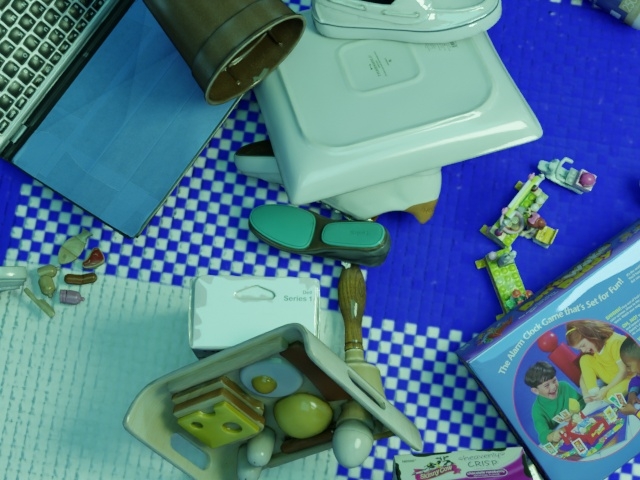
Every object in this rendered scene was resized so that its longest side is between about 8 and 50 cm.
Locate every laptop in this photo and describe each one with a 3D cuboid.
[{"bbox_3d":[-0.328,-0.284,1.570,0.408,0.236,0.382,41,78,-30],"label":"laptop"}]

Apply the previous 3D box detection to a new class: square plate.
[{"bbox_3d":[0.080,-0.228,1.592,0.344,0.049,0.347,-16,53,-4],"label":"square plate"}]

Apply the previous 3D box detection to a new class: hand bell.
[{"bbox_3d":[0.046,0.136,1.568,0.126,0.126,0.242,0,66,0],"label":"hand bell"}]

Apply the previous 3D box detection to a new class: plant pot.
[{"bbox_3d":[-0.132,-0.291,1.516,0.167,0.167,0.165,-38,81,-8],"label":"plant pot"}]

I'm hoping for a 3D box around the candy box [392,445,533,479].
[{"bbox_3d":[0.166,0.357,1.421,0.159,0.233,0.071,-3,36,-5],"label":"candy box"}]

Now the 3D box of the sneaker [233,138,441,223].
[{"bbox_3d":[0.019,-0.071,1.602,0.290,0.106,0.123,6,114,17],"label":"sneaker"}]

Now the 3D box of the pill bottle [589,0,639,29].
[{"bbox_3d":[0.384,-0.425,1.653,0.264,0.153,0.153,33,80,8],"label":"pill bottle"}]

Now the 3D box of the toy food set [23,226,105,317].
[{"bbox_3d":[-0.344,0.049,1.617,0.078,0.019,0.122,43,73,8],"label":"toy food set"}]

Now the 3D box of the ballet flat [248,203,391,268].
[{"bbox_3d":[0.000,0.000,1.595,0.203,0.074,0.074,9,77,19],"label":"ballet flat"}]

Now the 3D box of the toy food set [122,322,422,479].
[{"bbox_3d":[-0.060,0.228,1.417,0.306,0.220,0.092,-25,38,31],"label":"toy food set"}]

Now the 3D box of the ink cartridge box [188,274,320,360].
[{"bbox_3d":[-0.080,0.111,1.499,0.160,0.219,0.093,0,77,0],"label":"ink cartridge box"}]

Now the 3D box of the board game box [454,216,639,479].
[{"bbox_3d":[0.384,0.141,1.519,0.347,0.078,0.233,-35,97,-2],"label":"board game box"}]

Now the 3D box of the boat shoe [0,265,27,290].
[{"bbox_3d":[-0.502,0.086,1.584,0.227,0.079,0.081,-12,87,2],"label":"boat shoe"}]

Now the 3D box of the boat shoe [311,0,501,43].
[{"bbox_3d":[0.114,-0.322,1.573,0.258,0.084,0.095,-4,53,4],"label":"boat shoe"}]

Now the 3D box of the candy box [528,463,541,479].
[{"bbox_3d":[0.282,0.381,1.498,0.053,0.109,0.187,-24,78,-7],"label":"candy box"}]

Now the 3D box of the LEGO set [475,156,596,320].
[{"bbox_3d":[0.279,0.015,1.579,0.132,0.107,0.287,16,78,3],"label":"LEGO set"}]
